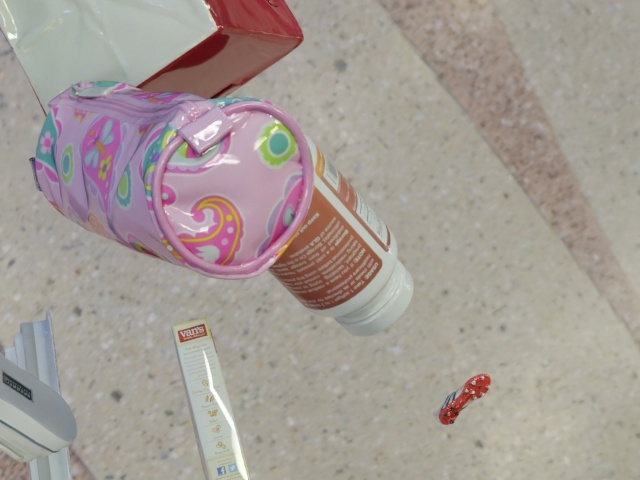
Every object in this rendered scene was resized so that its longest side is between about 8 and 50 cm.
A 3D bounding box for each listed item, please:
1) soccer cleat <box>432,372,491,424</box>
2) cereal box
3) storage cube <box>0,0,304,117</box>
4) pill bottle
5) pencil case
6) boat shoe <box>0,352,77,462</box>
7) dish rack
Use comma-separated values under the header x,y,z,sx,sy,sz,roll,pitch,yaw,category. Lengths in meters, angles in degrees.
x,y,z,sx,sy,sz,roll,pitch,yaw,category
0.167,0.186,1.370,0.083,0.035,0.029,-43,107,-15,soccer cleat
-0.109,0.221,1.249,0.047,0.173,0.240,-13,69,-8,cereal box
-0.163,-0.211,1.046,0.184,0.215,0.193,62,20,4,storage cube
0.000,0.000,1.165,0.216,0.121,0.121,47,50,-34,pill bottle
-0.117,-0.053,0.823,0.124,0.284,0.124,-6,103,-28,pencil case
-0.370,0.159,1.217,0.258,0.084,0.095,49,16,-32,boat shoe
-0.392,0.284,1.613,0.072,0.285,0.333,-6,72,-16,dish rack
